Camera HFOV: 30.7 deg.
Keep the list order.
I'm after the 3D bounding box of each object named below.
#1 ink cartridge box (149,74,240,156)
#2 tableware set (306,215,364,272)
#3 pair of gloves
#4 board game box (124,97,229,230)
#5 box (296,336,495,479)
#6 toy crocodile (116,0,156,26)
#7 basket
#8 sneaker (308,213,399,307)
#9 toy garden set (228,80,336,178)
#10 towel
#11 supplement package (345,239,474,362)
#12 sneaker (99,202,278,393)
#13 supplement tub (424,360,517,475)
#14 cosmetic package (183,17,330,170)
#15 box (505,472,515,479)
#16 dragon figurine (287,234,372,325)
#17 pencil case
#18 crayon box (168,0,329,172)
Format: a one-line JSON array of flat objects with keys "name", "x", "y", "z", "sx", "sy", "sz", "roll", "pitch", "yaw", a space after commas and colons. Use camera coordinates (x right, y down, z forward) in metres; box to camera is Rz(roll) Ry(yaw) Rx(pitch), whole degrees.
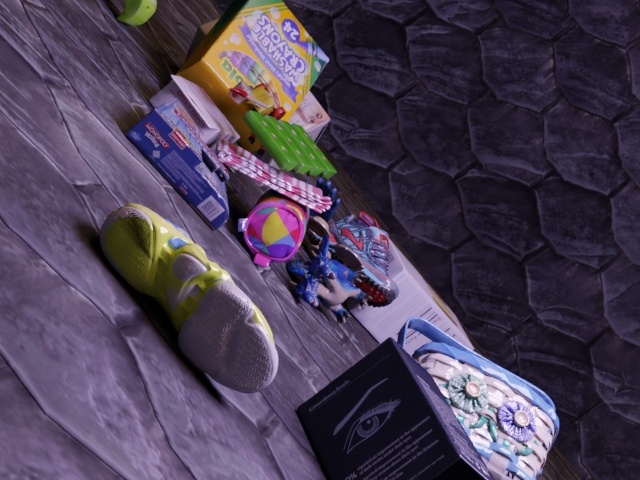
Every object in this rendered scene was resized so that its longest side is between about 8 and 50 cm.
[{"name": "ink cartridge box", "x": -0.211, "y": -0.202, "z": 1.925, "sx": 0.115, "sy": 0.067, "sz": 0.198, "roll": 52, "pitch": 7, "yaw": 6}, {"name": "tableware set", "x": 0.000, "y": 0.000, "z": 2.039, "sx": 0.168, "sy": 0.020, "sz": 0.141, "roll": 49, "pitch": -21, "yaw": -23}, {"name": "pair of gloves", "x": 0.034, "y": -0.038, "z": 2.309, "sx": 0.198, "sy": 0.023, "sz": 0.159, "roll": 43, "pitch": -36, "yaw": 12}, {"name": "board game box", "x": -0.200, "y": -0.132, "z": 1.717, "sx": 0.194, "sy": 0.060, "sz": 0.194, "roll": 49, "pitch": 10, "yaw": -22}, {"name": "box", "x": 0.088, "y": 0.244, "z": 1.366, "sx": 0.108, "sy": 0.153, "sz": 0.207, "roll": 44, "pitch": 12, "yaw": -42}, {"name": "toy crocodile", "x": -0.424, "y": -0.543, "z": 2.155, "sx": 0.340, "sy": 0.105, "sz": 0.115, "roll": 48, "pitch": 9, "yaw": 3}, {"name": "basket", "x": 0.203, "y": 0.245, "z": 1.585, "sx": 0.255, "sy": 0.201, "sz": 0.289, "roll": 29, "pitch": 29, "yaw": -4}, {"name": "sneaker", "x": 0.081, "y": 0.022, "z": 2.153, "sx": 0.262, "sy": 0.125, "sz": 0.104, "roll": 43, "pitch": -18, "yaw": 48}, {"name": "toy garden set", "x": -0.086, "y": -0.185, "z": 1.949, "sx": 0.204, "sy": 0.049, "sz": 0.244, "roll": 53, "pitch": 14, "yaw": 12}, {"name": "towel", "x": -0.078, "y": -0.107, "z": 1.856, "sx": 0.197, "sy": 0.029, "sz": 0.144, "roll": 27, "pitch": 7, "yaw": -12}, {"name": "supplement package", "x": 0.164, "y": 0.142, "z": 2.260, "sx": 0.244, "sy": 0.134, "sz": 0.139, "roll": 48, "pitch": 10, "yaw": -28}, {"name": "sneaker", "x": -0.127, "y": 0.052, "z": 1.233, "sx": 0.240, "sy": 0.091, "sz": 0.126, "roll": 51, "pitch": 8, "yaw": -3}, {"name": "supplement tub", "x": 0.209, "y": 0.284, "z": 1.798, "sx": 0.144, "sy": 0.144, "sz": 0.199, "roll": 49, "pitch": 1, "yaw": -21}, {"name": "cosmetic package", "x": -0.131, "y": -0.296, "z": 2.333, "sx": 0.296, "sy": 0.129, "sz": 0.153, "roll": 54, "pitch": -31, "yaw": 11}, {"name": "box", "x": 0.321, "y": 0.483, "z": 1.876, "sx": 0.257, "sy": 0.079, "sz": 0.322, "roll": 50, "pitch": 9, "yaw": 3}, {"name": "dragon figurine", "x": 0.002, "y": 0.049, "z": 1.949, "sx": 0.144, "sy": 0.085, "sz": 0.289, "roll": 49, "pitch": 9, "yaw": -22}, {"name": "pencil case", "x": -0.070, "y": -0.027, "z": 1.857, "sx": 0.104, "sy": 0.104, "sz": 0.236, "roll": 51, "pitch": 9, "yaw": -5}, {"name": "crayon box", "x": -0.129, "y": -0.306, "z": 2.140, "sx": 0.203, "sy": 0.083, "sz": 0.323, "roll": 49, "pitch": 47, "yaw": -21}]
